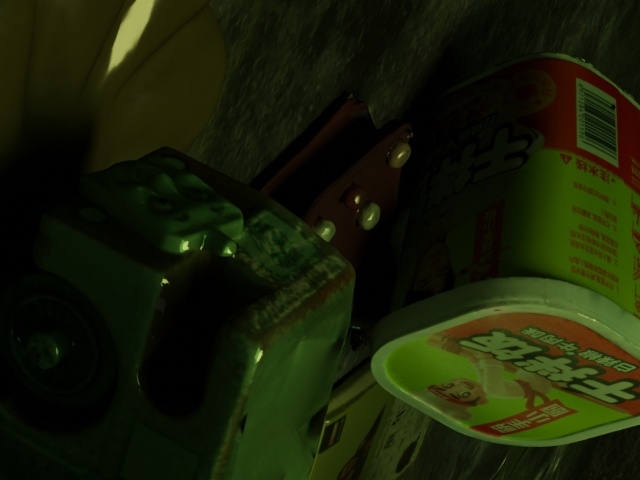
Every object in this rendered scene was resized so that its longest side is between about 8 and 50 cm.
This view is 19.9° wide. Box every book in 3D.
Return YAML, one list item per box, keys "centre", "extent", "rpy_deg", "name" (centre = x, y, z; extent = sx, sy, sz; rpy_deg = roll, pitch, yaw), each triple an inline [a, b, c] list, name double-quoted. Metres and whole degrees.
- centre: [0.055, 0.228, 2.089]
  extent: [0.352, 0.035, 0.239]
  rpy_deg: [-32, 144, -55]
  name: "book"

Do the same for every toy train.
- centre: [-0.094, 0.115, 0.914]
  extent: [0.129, 0.159, 0.326]
  rpy_deg: [-33, 147, -57]
  name: "toy train"

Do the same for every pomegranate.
- centre: [0.087, 0.085, 1.923]
  extent: [0.161, 0.122, 0.122]
  rpy_deg: [-8, 131, -20]
  name: "pomegranate"

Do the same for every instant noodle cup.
- centre: [0.209, 0.003, 1.781]
  extent: [0.294, 0.294, 0.308]
  rpy_deg: [79, 17, -57]
  name: "instant noodle cup"

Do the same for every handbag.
- centre: [0.003, 0.001, 1.652]
  extent: [0.203, 0.074, 0.216]
  rpy_deg: [-45, 152, -41]
  name: "handbag"

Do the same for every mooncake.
- centre: [-0.195, -0.064, 0.929]
  extent: [0.378, 0.201, 0.378]
  rpy_deg: [-50, 155, -33]
  name: "mooncake"
